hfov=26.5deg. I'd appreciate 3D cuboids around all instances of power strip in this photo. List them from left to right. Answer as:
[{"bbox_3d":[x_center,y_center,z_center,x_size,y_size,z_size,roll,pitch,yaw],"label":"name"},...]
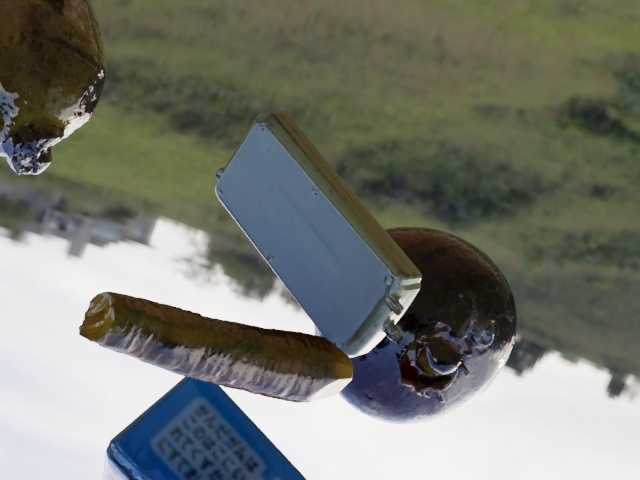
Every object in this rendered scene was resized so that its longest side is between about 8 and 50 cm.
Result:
[{"bbox_3d":[0.000,0.000,0.835,0.028,0.076,0.169,-8,-127,-50],"label":"power strip"}]

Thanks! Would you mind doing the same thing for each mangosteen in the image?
[{"bbox_3d":[0.113,0.108,1.531,0.235,0.235,0.261,19,-167,-13],"label":"mangosteen"}]

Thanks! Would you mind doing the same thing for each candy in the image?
[{"bbox_3d":[-0.094,0.217,1.099,0.157,0.100,0.306,46,159,7],"label":"candy"}]

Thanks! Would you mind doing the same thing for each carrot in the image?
[{"bbox_3d":[-0.054,0.058,0.743,0.170,0.042,0.042,19,-171,-38],"label":"carrot"}]

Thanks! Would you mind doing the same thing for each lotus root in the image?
[{"bbox_3d":[-0.259,-0.157,1.188,0.128,0.145,0.260,29,-146,-38],"label":"lotus root"}]
